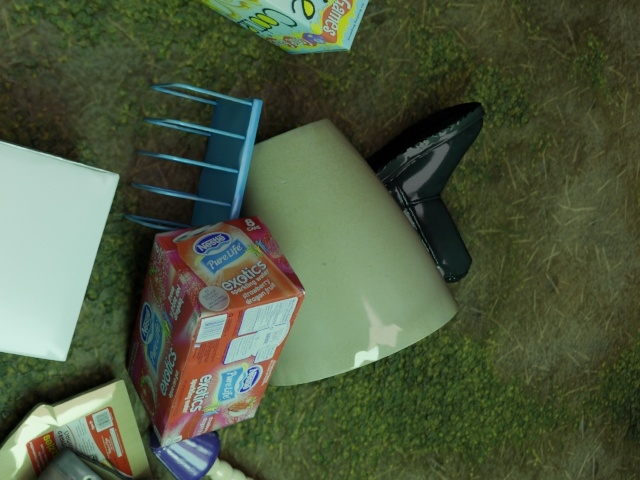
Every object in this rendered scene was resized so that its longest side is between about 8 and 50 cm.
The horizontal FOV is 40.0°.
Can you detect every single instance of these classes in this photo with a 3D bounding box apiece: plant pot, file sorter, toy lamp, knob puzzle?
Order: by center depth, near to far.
[{"bbox_3d":[-0.153,-0.091,1.024,0.105,0.118,0.170,10,93,-29],"label":"file sorter"},{"bbox_3d":[-0.306,0.271,1.039,0.213,0.030,0.213,-10,109,-30],"label":"knob puzzle"},{"bbox_3d":[0.000,0.000,1.083,0.257,0.256,0.273,-24,95,-26],"label":"plant pot"},{"bbox_3d":[-0.108,0.313,1.147,0.275,0.080,0.080,43,76,-33],"label":"toy lamp"}]

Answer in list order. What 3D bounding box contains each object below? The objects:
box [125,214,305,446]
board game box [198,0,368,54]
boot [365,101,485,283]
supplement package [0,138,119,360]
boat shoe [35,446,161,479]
[{"bbox_3d":[-0.127,0.106,0.997,0.128,0.122,0.256,-12,143,-30],"label":"box"},{"bbox_3d":[-0.083,-0.340,1.008,0.275,0.142,0.144,23,86,-32],"label":"board game box"},{"bbox_3d":[0.161,-0.051,1.236,0.247,0.094,0.207,-36,112,-14],"label":"boot"},{"bbox_3d":[-0.372,-0.011,0.884,0.262,0.145,0.203,16,89,-32],"label":"supplement package"},{"bbox_3d":[-0.208,0.328,1.039,0.285,0.103,0.092,34,90,-28],"label":"boat shoe"}]
